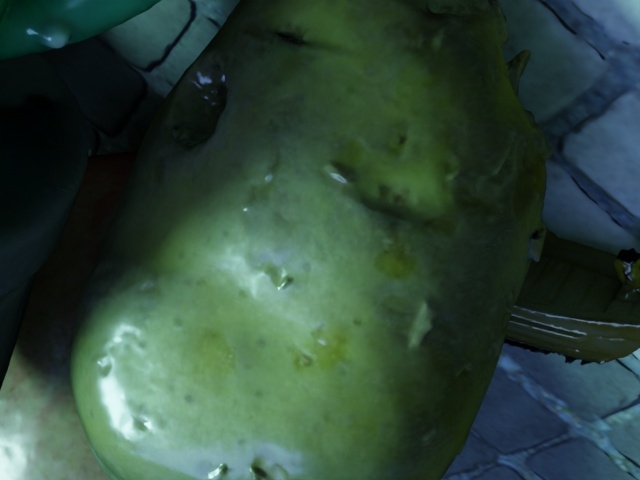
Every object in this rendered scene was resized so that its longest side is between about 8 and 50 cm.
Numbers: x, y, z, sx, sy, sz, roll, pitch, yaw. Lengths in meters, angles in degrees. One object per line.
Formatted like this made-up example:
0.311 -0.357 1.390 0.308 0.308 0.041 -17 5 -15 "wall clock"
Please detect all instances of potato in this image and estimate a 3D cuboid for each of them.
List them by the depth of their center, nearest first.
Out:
0.000 0.000 0.632 0.191 0.141 0.296 22 101 14 "potato"

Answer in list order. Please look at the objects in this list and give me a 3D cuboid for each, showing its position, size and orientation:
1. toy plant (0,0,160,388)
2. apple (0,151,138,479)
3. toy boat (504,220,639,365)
-0.191 -0.066 0.543 0.279 0.185 0.400 21 132 0 "toy plant"
-0.119 0.122 0.852 0.344 0.269 0.345 24 147 17 "apple"
0.071 0.000 0.716 0.226 0.068 0.088 18 136 24 "toy boat"
